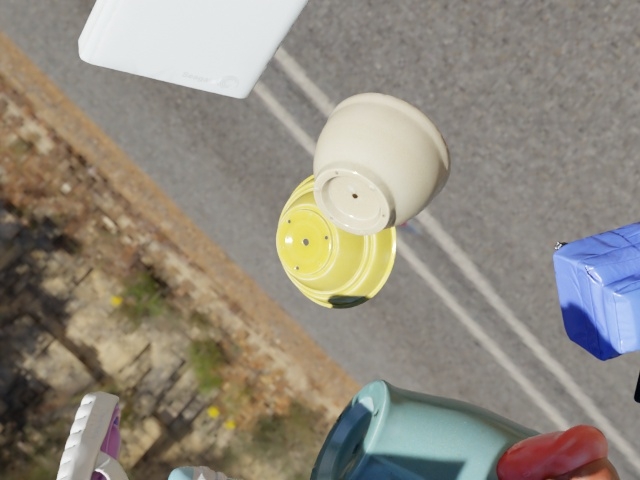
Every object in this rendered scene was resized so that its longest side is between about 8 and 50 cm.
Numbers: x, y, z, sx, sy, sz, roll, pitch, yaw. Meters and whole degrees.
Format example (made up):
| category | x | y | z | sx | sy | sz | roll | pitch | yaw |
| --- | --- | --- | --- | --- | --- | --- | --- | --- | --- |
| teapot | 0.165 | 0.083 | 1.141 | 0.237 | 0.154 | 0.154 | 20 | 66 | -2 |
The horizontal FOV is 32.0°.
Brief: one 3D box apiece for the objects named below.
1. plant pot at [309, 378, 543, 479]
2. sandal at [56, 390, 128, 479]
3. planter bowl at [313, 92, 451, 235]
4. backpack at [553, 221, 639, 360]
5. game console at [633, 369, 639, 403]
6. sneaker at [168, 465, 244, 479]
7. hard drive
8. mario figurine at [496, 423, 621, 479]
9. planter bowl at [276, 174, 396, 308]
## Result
| category | x | y | z | sx | sy | sz | roll | pitch | yaw |
| --- | --- | --- | --- | --- | --- | --- | --- | --- | --- |
| plant pot | 0.133 | 0.309 | 1.384 | 0.255 | 0.272 | 0.271 | 30 | 162 | -10 |
| sandal | -0.222 | 0.304 | 1.139 | 0.102 | 0.416 | 0.169 | 6 | 125 | -7 |
| planter bowl | 0.056 | -0.075 | 1.301 | 0.162 | 0.109 | 0.162 | 20 | 138 | 19 |
| backpack | 0.271 | 0.042 | 0.929 | 0.101 | 0.120 | 0.098 | -137 | 32 | -60 |
| game console | 0.477 | 0.156 | 1.476 | 0.071 | 0.107 | 0.122 | 25 | 133 | 29 |
| sneaker | -0.017 | 0.318 | 0.755 | 0.208 | 0.319 | 0.127 | 5 | -173 | -6 |
| hard drive | -0.102 | -0.280 | 1.149 | 0.203 | 0.040 | 0.307 | 10 | 139 | -28 |
| mario figurine | 0.298 | 0.328 | 1.128 | 0.320 | 0.170 | 0.198 | 41 | 164 | 36 |
| planter bowl | 0.000 | 0.000 | 1.693 | 0.217 | 0.217 | 0.090 | 30 | -161 | 30 |
